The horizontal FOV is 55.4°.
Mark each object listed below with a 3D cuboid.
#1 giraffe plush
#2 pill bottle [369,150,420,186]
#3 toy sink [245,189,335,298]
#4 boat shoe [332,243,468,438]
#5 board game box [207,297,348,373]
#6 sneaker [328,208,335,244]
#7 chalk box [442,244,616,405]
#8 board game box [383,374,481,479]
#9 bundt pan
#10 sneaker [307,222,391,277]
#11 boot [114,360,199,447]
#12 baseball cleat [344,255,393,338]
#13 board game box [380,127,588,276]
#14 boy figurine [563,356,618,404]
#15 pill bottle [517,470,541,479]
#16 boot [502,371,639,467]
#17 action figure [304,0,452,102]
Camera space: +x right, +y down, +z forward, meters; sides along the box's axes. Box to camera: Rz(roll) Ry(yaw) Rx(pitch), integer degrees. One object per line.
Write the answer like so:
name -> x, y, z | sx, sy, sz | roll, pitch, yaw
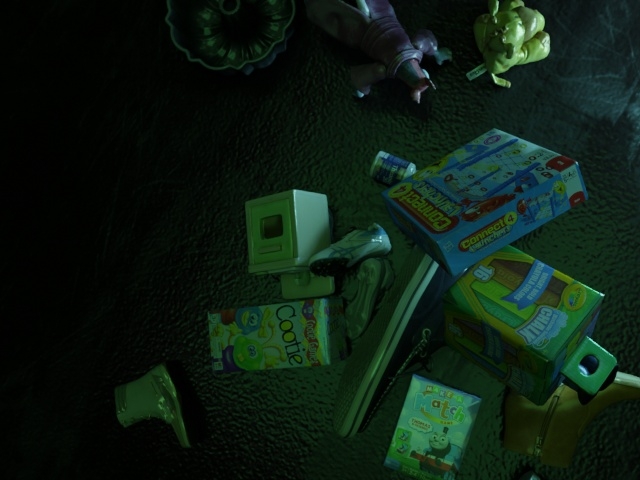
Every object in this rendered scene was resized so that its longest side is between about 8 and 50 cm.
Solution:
giraffe plush -> 0.415, -0.462, 1.360 | 0.181, 0.170, 0.210 | 42, 92, 12
pill bottle -> 0.181, -0.158, 1.421 | 0.120, 0.067, 0.067 | 24, 88, 12
toy sink -> -0.074, 0.016, 1.390 | 0.153, 0.131, 0.234 | -9, 82, 37
boat shoe -> 0.188, 0.210, 1.309 | 0.156, 0.187, 0.500 | 33, 80, -8
board game box -> -0.094, 0.214, 1.373 | 0.275, 0.144, 0.142 | -9, 83, 18
sneaker -> 0.000, 0.000, 1.451 | 0.061, 0.054, 0.152 | -8, 80, 26
chalk box -> 0.396, 0.166, 1.135 | 0.289, 0.179, 0.180 | 31, 63, 33
board game box -> 0.248, 0.426, 1.358 | 0.160, 0.039, 0.211 | 18, 86, 12
bundt pan -> -0.207, -0.556, 1.510 | 0.331, 0.124, 0.330 | -1, 83, 9
sneaker -> 0.058, 0.019, 1.365 | 0.086, 0.237, 0.085 | 59, 138, 17
boot -> -0.394, 0.417, 1.459 | 0.165, 0.077, 0.213 | -27, 75, 6
baseball cleat -> 0.117, 0.133, 1.399 | 0.072, 0.109, 0.205 | 37, 122, 36
board game box -> 0.319, -0.093, 1.255 | 0.302, 0.308, 0.086 | -30, 116, -3
boy figurine -> 0.459, 0.208, 1.264 | 0.177, 0.092, 0.285 | -38, 51, -10
pill bottle -> 0.476, 0.560, 1.281 | 0.078, 0.078, 0.137 | -46, 78, 3
boot -> 0.542, 0.375, 1.287 | 0.295, 0.104, 0.211 | 5, 90, 16
action figure -> 0.146, -0.468, 1.373 | 0.248, 0.275, 0.370 | -36, 65, -1
